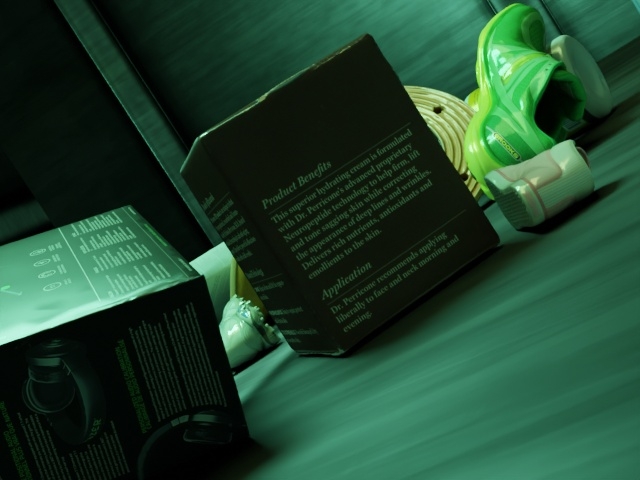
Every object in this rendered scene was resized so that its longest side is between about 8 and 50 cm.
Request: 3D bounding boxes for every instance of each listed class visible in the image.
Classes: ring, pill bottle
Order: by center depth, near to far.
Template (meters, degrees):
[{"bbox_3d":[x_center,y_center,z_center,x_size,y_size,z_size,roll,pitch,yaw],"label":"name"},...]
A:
[{"bbox_3d":[0.048,-0.074,1.136,0.336,0.032,0.336,-13,42,12],"label":"ring"},{"bbox_3d":[0.265,-0.168,1.218,0.208,0.119,0.119,-31,3,34],"label":"pill bottle"}]

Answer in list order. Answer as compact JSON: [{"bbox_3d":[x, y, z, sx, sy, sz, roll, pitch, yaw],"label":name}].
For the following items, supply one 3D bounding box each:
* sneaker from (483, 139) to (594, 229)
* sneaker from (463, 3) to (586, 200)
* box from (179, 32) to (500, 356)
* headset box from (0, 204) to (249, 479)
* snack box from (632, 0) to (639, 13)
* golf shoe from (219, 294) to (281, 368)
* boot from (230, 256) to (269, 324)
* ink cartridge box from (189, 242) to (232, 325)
[{"bbox_3d":[0.179,-0.045,0.739,0.070,0.051,0.134,-31,6,1],"label":"sneaker"},{"bbox_3d":[0.241,-0.163,1.045,0.123,0.109,0.295,-13,44,29],"label":"sneaker"},{"bbox_3d":[0.009,-0.030,0.788,0.168,0.203,0.167,-33,2,-15],"label":"box"},{"bbox_3d":[-0.231,0.096,0.675,0.283,0.131,0.246,-20,19,-18],"label":"headset box"},{"bbox_3d":[0.506,-0.354,1.181,0.207,0.174,0.070,-33,3,9],"label":"snack box"},{"bbox_3d":[-0.105,0.113,1.071,0.086,0.069,0.176,-39,2,-9],"label":"golf shoe"},{"bbox_3d":[0.000,-0.001,1.248,0.211,0.295,0.104,8,-5,15],"label":"boot"},{"bbox_3d":[-0.183,0.105,1.353,0.224,0.045,0.223,-35,-24,-39],"label":"ink cartridge box"}]
